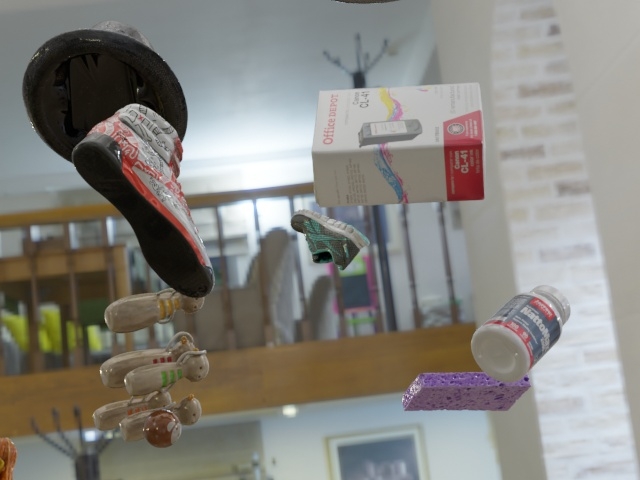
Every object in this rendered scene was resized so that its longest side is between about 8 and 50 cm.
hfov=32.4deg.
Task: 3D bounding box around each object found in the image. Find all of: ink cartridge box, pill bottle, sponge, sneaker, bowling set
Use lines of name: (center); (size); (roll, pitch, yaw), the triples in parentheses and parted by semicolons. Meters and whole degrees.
ink cartridge box: (0.145, -0.176, 2.014); (0.306, 0.226, 0.131); (-1, -52, 6)
pill bottle: (0.343, 0.150, 1.855); (0.108, 0.108, 0.180); (-17, 14, 47)
sponge: (0.261, 0.273, 1.984); (0.210, 0.031, 0.117); (1, -31, -16)
sneaker: (0.000, 0.000, 1.814); (0.166, 0.076, 0.065); (20, -16, 46)
bowling set: (-0.223, 0.225, 1.632); (0.154, 0.200, 0.287); (-13, -42, -31)
sneaker: (-0.209, -0.061, 1.507); (0.090, 0.270, 0.145); (-24, 21, 37)

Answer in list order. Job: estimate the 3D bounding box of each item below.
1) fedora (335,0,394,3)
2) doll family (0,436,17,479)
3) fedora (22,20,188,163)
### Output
fedora: (0.051, -0.452, 1.489); (0.275, 0.124, 0.244); (-2, -47, -22)
doll family: (-0.465, 0.302, 1.365); (0.263, 0.163, 0.118); (-10, -53, 40)
fedora: (-0.381, -0.280, 2.026); (0.334, 0.153, 0.334); (5, -43, 4)
